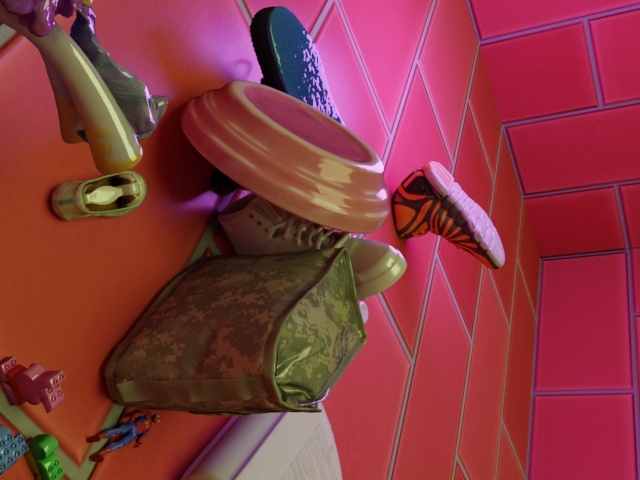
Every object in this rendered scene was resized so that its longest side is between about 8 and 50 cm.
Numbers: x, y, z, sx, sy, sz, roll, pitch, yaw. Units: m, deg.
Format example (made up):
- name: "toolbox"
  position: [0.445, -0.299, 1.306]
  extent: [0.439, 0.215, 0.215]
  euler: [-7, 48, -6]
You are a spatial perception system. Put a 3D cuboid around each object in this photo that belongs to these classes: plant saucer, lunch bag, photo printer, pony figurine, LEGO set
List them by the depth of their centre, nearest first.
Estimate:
- name: "pony figurine"
  position: [-0.271, -0.216, 0.587]
  extent: [0.303, 0.351, 0.363]
  euler: [-84, 158, -52]
- name: "LEGO set"
  position: [-0.266, 0.234, 0.741]
  extent: [0.087, 0.093, 0.227]
  euler: [-45, 123, -59]
- name: "lunch bag"
  position: [-0.099, 0.131, 0.949]
  extent: [0.287, 0.235, 0.169]
  euler: [-44, 125, -59]
- name: "plant saucer"
  position: [-0.035, -0.135, 1.082]
  extent: [0.084, 0.332, 0.332]
  euler: [-60, 163, 20]
- name: "photo printer"
  position: [-0.065, 0.362, 1.106]
  extent: [0.307, 0.107, 0.256]
  euler: [-44, 123, -60]

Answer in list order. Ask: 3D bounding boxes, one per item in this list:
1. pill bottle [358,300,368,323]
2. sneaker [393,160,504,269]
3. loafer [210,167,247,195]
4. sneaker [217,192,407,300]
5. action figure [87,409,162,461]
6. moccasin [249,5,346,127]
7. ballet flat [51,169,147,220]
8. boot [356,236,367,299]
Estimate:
- name: "pill bottle"
  position: [0.045, 0.139, 1.420]
  extent: [0.043, 0.083, 0.043]
  euler: [25, 62, -60]
- name: "sneaker"
  position: [0.307, -0.033, 1.867]
  extent: [0.321, 0.180, 0.124]
  euler: [51, 30, -4]
- name: "loafer"
  position: [-0.118, -0.105, 1.178]
  extent: [0.170, 0.062, 0.061]
  euler: [-54, 136, -53]
- name: "sneaker"
  position: [-0.029, -0.003, 1.083]
  extent: [0.108, 0.292, 0.169]
  euler: [-52, 127, -40]
- name: "action figure"
  position: [-0.228, 0.230, 0.898]
  extent: [0.115, 0.030, 0.038]
  euler: [-17, 94, -66]
- name: "moccasin"
  position: [-0.056, -0.236, 1.286]
  extent: [0.137, 0.117, 0.342]
  euler: [-59, 141, -35]
- name: "ballet flat"
  position: [-0.248, -0.054, 0.900]
  extent: [0.168, 0.052, 0.057]
  euler: [-31, 111, -63]
- name: "boot"
  position: [0.001, 0.002, 1.253]
  extent: [0.085, 0.179, 0.236]
  euler: [36, 53, -57]
